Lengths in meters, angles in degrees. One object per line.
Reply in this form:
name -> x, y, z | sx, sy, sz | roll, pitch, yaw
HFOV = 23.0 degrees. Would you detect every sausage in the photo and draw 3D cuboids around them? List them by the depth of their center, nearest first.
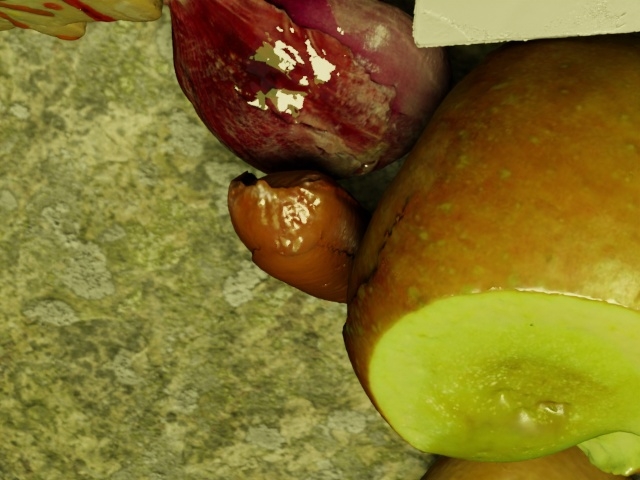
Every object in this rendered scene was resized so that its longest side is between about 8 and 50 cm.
sausage -> 0.000, 0.000, 1.387 | 0.102, 0.102, 0.330 | 2, 171, 13

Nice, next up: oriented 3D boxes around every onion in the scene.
onion -> -0.035, -0.134, 1.319 | 0.283, 0.120, 0.227 | 30, 143, -34

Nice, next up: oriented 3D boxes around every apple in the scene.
apple -> 0.216, 0.029, 1.269 | 0.374, 0.374, 0.384 | 33, 92, -12

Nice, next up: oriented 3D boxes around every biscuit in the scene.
biscuit -> -0.253, -0.212, 1.378 | 0.234, 0.030, 0.153 | 0, 162, 33

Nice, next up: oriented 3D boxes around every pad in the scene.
pad -> 0.188, -0.224, 1.229 | 0.232, 0.156, 0.004 | -2, 154, 17

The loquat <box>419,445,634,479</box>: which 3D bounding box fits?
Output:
loquat -> 0.212, 0.311, 1.590 | 0.263, 0.263, 0.263 | 8, 130, 9
